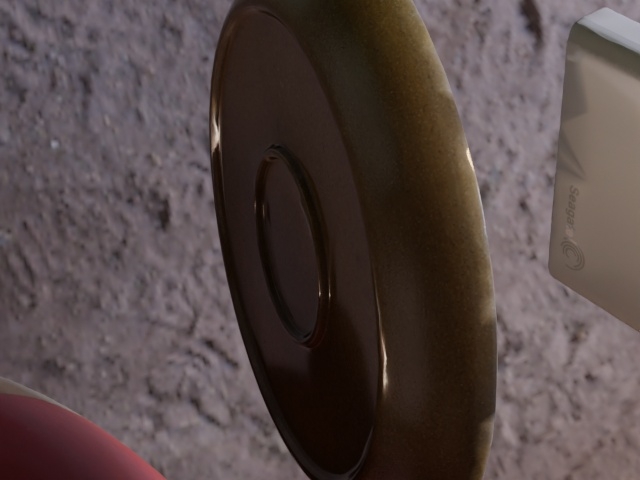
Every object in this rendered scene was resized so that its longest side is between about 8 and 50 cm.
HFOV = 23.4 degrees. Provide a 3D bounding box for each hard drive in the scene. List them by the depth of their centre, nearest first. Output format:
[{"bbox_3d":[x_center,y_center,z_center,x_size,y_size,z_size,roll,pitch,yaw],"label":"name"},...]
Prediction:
[{"bbox_3d":[0.265,0.011,0.908,0.040,0.307,0.203,-29,136,-30],"label":"hard drive"}]

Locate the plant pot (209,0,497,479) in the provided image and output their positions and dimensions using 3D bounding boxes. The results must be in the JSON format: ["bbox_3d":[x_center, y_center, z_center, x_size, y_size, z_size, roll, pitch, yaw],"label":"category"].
[{"bbox_3d":[0.000,0.000,0.581,0.032,0.236,0.236,-10,137,-18],"label":"plant pot"}]

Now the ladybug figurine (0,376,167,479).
[{"bbox_3d":[-0.135,0.216,0.644,0.305,0.449,0.162,-20,144,-29],"label":"ladybug figurine"}]
